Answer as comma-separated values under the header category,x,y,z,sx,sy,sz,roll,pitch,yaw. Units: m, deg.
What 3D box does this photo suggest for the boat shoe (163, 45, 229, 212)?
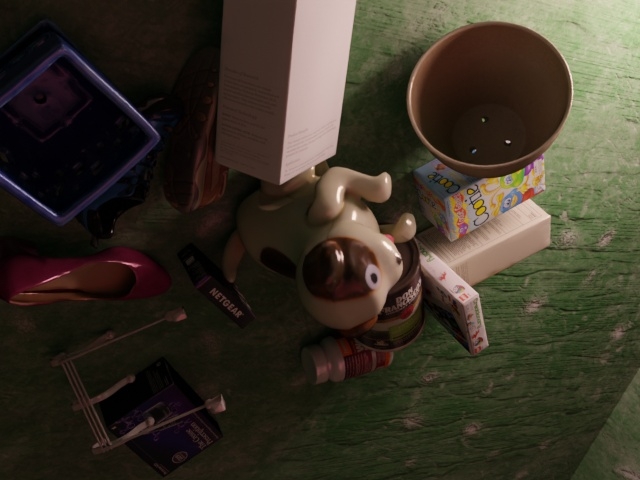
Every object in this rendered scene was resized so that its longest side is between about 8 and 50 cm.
category,x,y,z,sx,sy,sz,roll,pitch,yaw
boat shoe,-0.215,-0.211,1.433,0.116,0.123,0.325,-9,125,-46

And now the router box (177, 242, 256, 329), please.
category,x,y,z,sx,sy,sz,roll,pitch,yaw
router box,-0.226,0.100,1.629,0.046,0.133,0.179,-40,133,0

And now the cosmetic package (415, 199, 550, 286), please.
category,x,y,z,sx,sy,sz,roll,pitch,yaw
cosmetic package,0.416,0.000,1.918,0.309,0.160,0.113,-24,132,-12

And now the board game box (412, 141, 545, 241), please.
category,x,y,z,sx,sy,sz,roll,pitch,yaw
board game box,0.384,-0.143,1.805,0.275,0.144,0.142,-28,132,-10

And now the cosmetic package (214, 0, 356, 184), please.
category,x,y,z,sx,sy,sz,roll,pitch,yaw
cosmetic package,-0.061,-0.320,1.340,0.217,0.156,0.385,-34,137,-52

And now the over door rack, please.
category,x,y,z,sx,sy,sz,roll,pitch,yaw
over door rack,-0.384,0.299,1.613,0.324,0.108,0.240,-21,99,7

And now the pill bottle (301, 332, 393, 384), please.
category,x,y,z,sx,sy,sz,roll,pitch,yaw
pill bottle,0.069,0.299,1.955,0.221,0.121,0.121,-13,128,-23

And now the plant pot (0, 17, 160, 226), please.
category,x,y,z,sx,sy,sz,roll,pitch,yaw
plant pot,-0.443,-0.206,1.226,0.236,0.212,0.236,-40,133,2

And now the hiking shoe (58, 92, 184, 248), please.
category,x,y,z,sx,sy,sz,roll,pitch,yaw
hiking shoe,-0.341,-0.132,1.377,0.304,0.132,0.113,-46,160,13

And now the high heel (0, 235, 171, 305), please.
category,x,y,z,sx,sy,sz,roll,pitch,yaw
high heel,-0.450,0.096,1.460,0.377,0.181,0.127,9,117,-35

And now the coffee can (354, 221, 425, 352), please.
category,x,y,z,sx,sy,sz,roll,pitch,yaw
coffee can,0.144,0.115,1.776,0.201,0.202,0.275,-29,145,-9

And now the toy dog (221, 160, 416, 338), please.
category,x,y,z,sx,sy,sz,roll,pitch,yaw
toy dog,0.000,0.000,1.502,0.395,0.408,0.285,-28,132,-11

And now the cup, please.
category,x,y,z,sx,sy,sz,roll,pitch,yaw
cup,0.364,-0.266,1.622,0.331,0.331,0.237,-38,158,-1

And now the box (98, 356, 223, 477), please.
category,x,y,z,sx,sy,sz,roll,pitch,yaw
box,-0.380,0.431,1.803,0.184,0.103,0.261,-32,133,-3

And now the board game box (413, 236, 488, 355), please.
category,x,y,z,sx,sy,sz,roll,pitch,yaw
board game box,0.286,0.121,1.829,0.053,0.305,0.193,-31,133,-11
